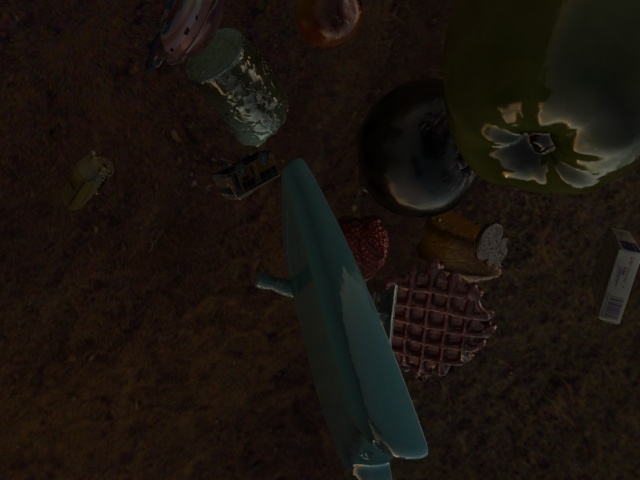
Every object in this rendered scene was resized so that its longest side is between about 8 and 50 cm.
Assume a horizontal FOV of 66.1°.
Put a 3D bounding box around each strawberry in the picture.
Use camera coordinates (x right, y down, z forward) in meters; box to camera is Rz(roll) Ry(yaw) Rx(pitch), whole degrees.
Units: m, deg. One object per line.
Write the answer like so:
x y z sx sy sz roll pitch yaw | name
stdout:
0.155 0.039 2.010 0.239 0.250 0.288 4 80 5 | strawberry

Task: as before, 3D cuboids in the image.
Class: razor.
0.011 0.093 0.753 0.232 0.068 0.106 19 64 -21 | razor

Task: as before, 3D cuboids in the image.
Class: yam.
-0.254 -0.477 1.543 0.241 0.241 0.348 -47 153 -1 | yam

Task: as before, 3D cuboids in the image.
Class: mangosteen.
0.253 -0.260 1.404 0.382 0.435 0.382 -9 106 -35 | mangosteen

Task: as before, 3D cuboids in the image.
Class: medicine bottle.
0.654 0.073 1.101 0.201 0.052 0.171 -30 130 -63 | medicine bottle

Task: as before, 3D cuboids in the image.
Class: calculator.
0.009 0.082 0.579 0.055 0.386 0.256 -11 146 -11 | calculator

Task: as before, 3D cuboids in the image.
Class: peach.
0.029 -0.781 1.687 0.231 0.231 0.230 -11 116 -22 | peach

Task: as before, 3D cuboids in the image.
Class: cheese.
-0.256 -0.393 0.905 0.074 0.286 0.188 24 70 -38 | cheese

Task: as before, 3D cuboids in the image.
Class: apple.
0.433 -0.312 0.867 0.474 0.473 0.473 -11 116 -22 | apple

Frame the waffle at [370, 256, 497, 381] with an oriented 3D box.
0.198 0.148 0.906 0.234 0.055 0.221 -38 93 27 | waffle

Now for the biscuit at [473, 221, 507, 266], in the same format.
0.517 0.016 1.496 0.124 0.026 0.175 -52 131 -5 | biscuit

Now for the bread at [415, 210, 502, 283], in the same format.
0.455 0.023 1.709 0.179 0.340 0.194 -3 116 -30 | bread

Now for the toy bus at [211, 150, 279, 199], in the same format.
-0.219 -0.191 1.448 0.182 0.091 0.103 -35 120 -34 | toy bus

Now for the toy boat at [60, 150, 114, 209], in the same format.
-0.558 -0.137 1.181 0.088 0.226 0.068 -31 88 -45 | toy boat
